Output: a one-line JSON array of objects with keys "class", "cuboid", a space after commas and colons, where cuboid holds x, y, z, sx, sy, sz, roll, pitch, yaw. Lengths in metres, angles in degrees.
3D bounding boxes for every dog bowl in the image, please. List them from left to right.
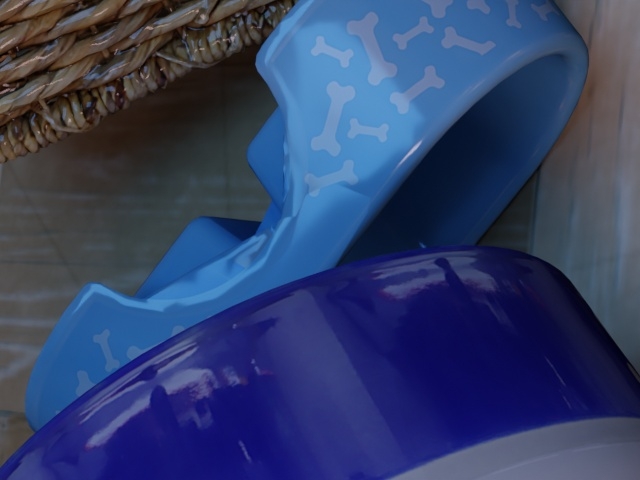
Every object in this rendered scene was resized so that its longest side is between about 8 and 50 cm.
[{"class": "dog bowl", "cuboid": [0.000, 0.000, 0.666, 0.074, 0.166, 0.297, 44, 105, 19]}, {"class": "dog bowl", "cuboid": [0.005, 0.122, 0.567, 0.265, 0.265, 0.104, -41, 59, 21]}]

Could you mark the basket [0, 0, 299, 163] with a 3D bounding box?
[{"class": "basket", "cuboid": [-0.116, -0.210, 0.766, 0.299, 0.223, 0.213, -27, 34, 6]}]
